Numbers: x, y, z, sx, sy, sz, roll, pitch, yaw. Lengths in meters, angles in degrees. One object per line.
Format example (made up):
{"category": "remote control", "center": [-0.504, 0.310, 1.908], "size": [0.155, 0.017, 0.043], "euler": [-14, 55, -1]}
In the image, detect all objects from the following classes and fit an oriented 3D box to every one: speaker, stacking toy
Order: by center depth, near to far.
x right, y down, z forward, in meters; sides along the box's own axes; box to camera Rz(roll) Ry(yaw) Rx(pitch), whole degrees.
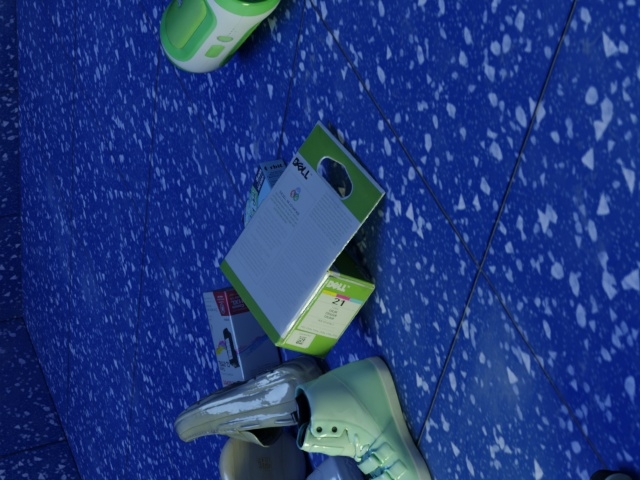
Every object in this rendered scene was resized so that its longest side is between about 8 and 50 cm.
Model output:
{"category": "speaker", "center": [-0.144, -0.335, 1.980], "size": [0.296, 0.131, 0.131], "euler": [149, 106, -67]}
{"category": "stacking toy", "center": [-0.113, 0.432, 2.347], "size": [0.330, 0.141, 0.141], "euler": [106, 145, -60]}

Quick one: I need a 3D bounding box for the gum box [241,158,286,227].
{"category": "gum box", "center": [-0.057, -0.002, 2.065], "size": [0.157, 0.041, 0.184], "euler": [113, 140, -56]}

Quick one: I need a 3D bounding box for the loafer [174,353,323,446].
{"category": "loafer", "center": [-0.110, 0.272, 2.148], "size": [0.319, 0.112, 0.111], "euler": [-26, 89, 44]}

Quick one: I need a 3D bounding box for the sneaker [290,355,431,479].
{"category": "sneaker", "center": [0.049, 0.291, 1.820], "size": [0.256, 0.151, 0.094], "euler": [69, 155, 17]}

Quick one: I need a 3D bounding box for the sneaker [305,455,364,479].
{"category": "sneaker", "center": [-0.050, 0.446, 2.068], "size": [0.366, 0.210, 0.137], "euler": [108, 142, -52]}

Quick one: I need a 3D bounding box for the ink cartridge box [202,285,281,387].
{"category": "ink cartridge box", "center": [-0.127, 0.162, 2.286], "size": [0.127, 0.072, 0.175], "euler": [171, 87, -68]}

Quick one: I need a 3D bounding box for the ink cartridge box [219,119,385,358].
{"category": "ink cartridge box", "center": [0.000, 0.000, 1.864], "size": [0.255, 0.097, 0.189], "euler": [-55, 45, 16]}

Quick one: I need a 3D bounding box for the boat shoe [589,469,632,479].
{"category": "boat shoe", "center": [0.293, 0.290, 1.361], "size": [0.042, 0.049, 0.133], "euler": [-178, 78, -73]}
